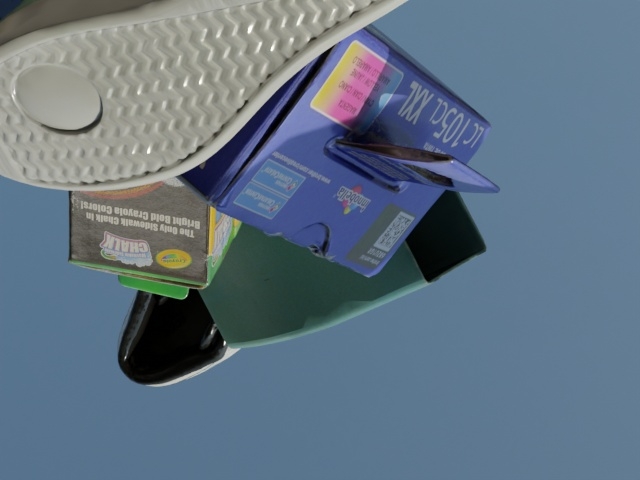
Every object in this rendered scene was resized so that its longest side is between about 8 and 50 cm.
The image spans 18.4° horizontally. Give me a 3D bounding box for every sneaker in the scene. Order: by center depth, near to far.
[{"bbox_3d":[-0.046,-0.122,0.832,0.256,0.094,0.151,-26,-145,27],"label":"sneaker"},{"bbox_3d":[-0.035,0.007,2.059,0.169,0.447,0.257,46,-170,-5],"label":"sneaker"}]

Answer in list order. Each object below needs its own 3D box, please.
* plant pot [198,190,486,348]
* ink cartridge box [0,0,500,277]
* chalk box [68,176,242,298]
[{"bbox_3d":[0.000,0.000,1.880,0.165,0.234,0.165,62,-153,1],"label":"plant pot"},{"bbox_3d":[-0.063,-0.126,1.314,0.395,0.151,0.270,42,-173,24],"label":"ink cartridge box"},{"bbox_3d":[-0.140,-0.049,1.724,0.132,0.213,0.132,11,-146,9],"label":"chalk box"}]
